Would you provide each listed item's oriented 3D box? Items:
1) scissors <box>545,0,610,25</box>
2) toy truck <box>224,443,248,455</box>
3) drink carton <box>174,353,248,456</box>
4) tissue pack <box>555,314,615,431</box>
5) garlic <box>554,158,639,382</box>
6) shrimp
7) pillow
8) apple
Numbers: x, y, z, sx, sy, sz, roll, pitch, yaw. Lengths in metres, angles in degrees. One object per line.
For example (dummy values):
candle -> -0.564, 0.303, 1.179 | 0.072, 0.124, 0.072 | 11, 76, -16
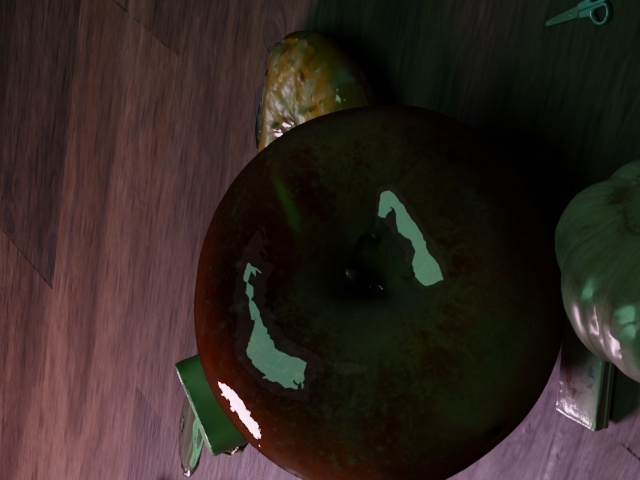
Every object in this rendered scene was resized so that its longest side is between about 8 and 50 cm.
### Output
scissors -> 0.221, -0.198, 1.447 | 0.083, 0.006, 0.036 | -12, 88, 57
toy truck -> -0.089, 0.203, 1.974 | 0.123, 0.052, 0.062 | 127, 156, -48
drink carton -> -0.075, 0.161, 1.830 | 0.146, 0.142, 0.144 | -151, 38, -77
tissue pack -> 0.240, 0.113, 1.504 | 0.056, 0.023, 0.108 | 30, 124, 48
garlic -> 0.297, 0.049, 1.287 | 0.218, 0.218, 0.212 | 32, 155, 47
shrimp -> 0.000, 0.000, 1.777 | 0.272, 0.085, 0.445 | 2, 103, 62
pillow -> -0.133, 0.162, 1.996 | 0.130, 0.038, 0.232 | -118, 44, -66
apple -> 0.051, 0.055, 1.510 | 0.277, 0.349, 0.348 | 42, -155, -73
